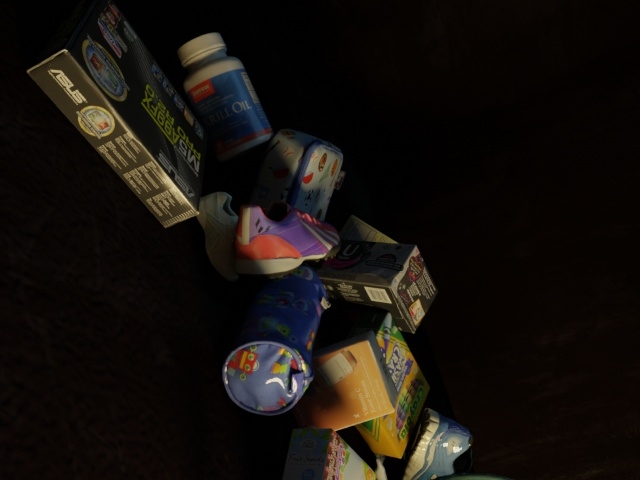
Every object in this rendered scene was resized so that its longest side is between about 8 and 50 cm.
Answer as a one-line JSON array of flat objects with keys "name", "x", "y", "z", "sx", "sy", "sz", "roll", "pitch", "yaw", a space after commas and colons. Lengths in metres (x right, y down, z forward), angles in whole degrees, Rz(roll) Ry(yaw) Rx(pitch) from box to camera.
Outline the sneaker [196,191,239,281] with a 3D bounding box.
[{"name": "sneaker", "x": -0.155, "y": -0.008, "z": 0.930, "sx": 0.053, "sy": 0.061, "sz": 0.152, "roll": 15, "pitch": 55, "yaw": -76}]

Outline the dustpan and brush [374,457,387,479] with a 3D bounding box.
[{"name": "dustpan and brush", "x": 0.130, "y": 0.546, "z": 1.151, "sx": 0.147, "sy": 0.060, "sz": 0.211, "roll": 9, "pitch": 59, "yaw": -75}]

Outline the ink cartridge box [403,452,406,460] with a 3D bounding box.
[{"name": "ink cartridge box", "x": 0.303, "y": 0.683, "z": 1.616, "sx": 0.209, "sy": 0.062, "sz": 0.109, "roll": 60, "pitch": 15, "yaw": -27}]

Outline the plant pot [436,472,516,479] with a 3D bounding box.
[{"name": "plant pot", "x": 0.342, "y": 0.730, "z": 1.177, "sx": 0.341, "sy": 0.341, "sz": 0.334, "roll": 63, "pitch": 21, "yaw": -21}]

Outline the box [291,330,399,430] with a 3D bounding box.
[{"name": "box", "x": 0.033, "y": 0.252, "z": 1.006, "sx": 0.091, "sy": 0.170, "sz": 0.130, "roll": -9, "pitch": 77, "yaw": -78}]

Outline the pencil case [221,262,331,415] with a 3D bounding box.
[{"name": "pencil case", "x": -0.059, "y": 0.142, "z": 0.914, "sx": 0.306, "sy": 0.133, "sz": 0.120, "roll": -72, "pitch": 165, "yaw": -69}]

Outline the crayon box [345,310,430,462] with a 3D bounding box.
[{"name": "crayon box", "x": 0.150, "y": 0.346, "z": 1.325, "sx": 0.203, "sy": 0.083, "sz": 0.323, "roll": -56, "pitch": 129, "yaw": -38}]

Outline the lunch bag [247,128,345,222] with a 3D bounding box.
[{"name": "lunch bag", "x": -0.047, "y": -0.099, "z": 1.219, "sx": 0.303, "sy": 0.114, "sz": 0.243, "roll": -3, "pitch": 112, "yaw": -75}]

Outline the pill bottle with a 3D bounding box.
[{"name": "pill bottle", "x": -0.187, "y": -0.273, "z": 1.103, "sx": 0.222, "sy": 0.124, "sz": 0.124, "roll": 65, "pitch": 13, "yaw": -8}]

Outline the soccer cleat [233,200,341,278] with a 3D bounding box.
[{"name": "soccer cleat", "x": -0.046, "y": -0.017, "z": 1.002, "sx": 0.318, "sy": 0.108, "sz": 0.117, "roll": -19, "pitch": 109, "yaw": -64}]

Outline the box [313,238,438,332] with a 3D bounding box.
[{"name": "box", "x": 0.125, "y": 0.100, "z": 1.376, "sx": 0.142, "sy": 0.247, "sz": 0.163, "roll": -53, "pitch": 129, "yaw": -32}]

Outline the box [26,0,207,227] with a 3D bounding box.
[{"name": "box", "x": -0.259, "y": -0.184, "z": 0.802, "sx": 0.270, "sy": 0.060, "sz": 0.216, "roll": 57, "pitch": 16, "yaw": -38}]

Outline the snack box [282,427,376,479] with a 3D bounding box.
[{"name": "snack box", "x": 0.006, "y": 0.389, "z": 0.783, "sx": 0.174, "sy": 0.070, "sz": 0.207, "roll": 57, "pitch": 35, "yaw": -41}]

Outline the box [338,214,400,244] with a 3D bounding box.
[{"name": "box", "x": 0.191, "y": 0.050, "z": 1.844, "sx": 0.243, "sy": 0.117, "sz": 0.213, "roll": 34, "pitch": -1, "yaw": 23}]

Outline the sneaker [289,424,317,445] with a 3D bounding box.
[{"name": "sneaker", "x": -0.013, "y": 0.378, "z": 0.911, "sx": 0.064, "sy": 0.061, "sz": 0.158, "roll": -16, "pitch": 82, "yaw": -50}]

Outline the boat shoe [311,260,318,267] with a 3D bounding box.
[{"name": "boat shoe", "x": 0.000, "y": 0.000, "z": 1.476, "sx": 0.096, "sy": 0.088, "sz": 0.268, "roll": -84, "pitch": 149, "yaw": -65}]

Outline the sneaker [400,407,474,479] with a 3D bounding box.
[{"name": "sneaker", "x": 0.270, "y": 0.529, "z": 1.338, "sx": 0.130, "sy": 0.147, "sz": 0.330, "roll": -64, "pitch": 168, "yaw": -46}]
